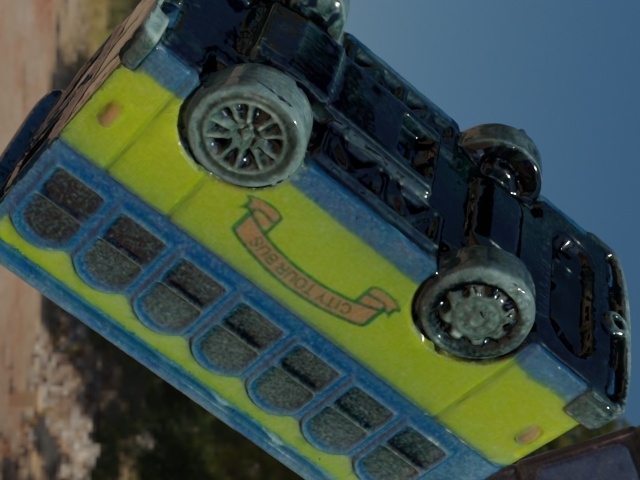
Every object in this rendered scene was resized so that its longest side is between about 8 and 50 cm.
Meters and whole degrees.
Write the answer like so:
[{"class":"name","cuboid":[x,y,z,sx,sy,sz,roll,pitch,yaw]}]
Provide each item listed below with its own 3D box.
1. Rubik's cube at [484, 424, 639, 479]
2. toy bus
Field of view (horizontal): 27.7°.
[{"class":"Rubik's cube","cuboid":[0.264,0.340,1.059,0.304,0.301,0.305,59,14,-58]},{"class":"toy bus","cuboid":[0.000,0.000,0.688,0.190,0.312,0.152,-42,-161,32]}]
